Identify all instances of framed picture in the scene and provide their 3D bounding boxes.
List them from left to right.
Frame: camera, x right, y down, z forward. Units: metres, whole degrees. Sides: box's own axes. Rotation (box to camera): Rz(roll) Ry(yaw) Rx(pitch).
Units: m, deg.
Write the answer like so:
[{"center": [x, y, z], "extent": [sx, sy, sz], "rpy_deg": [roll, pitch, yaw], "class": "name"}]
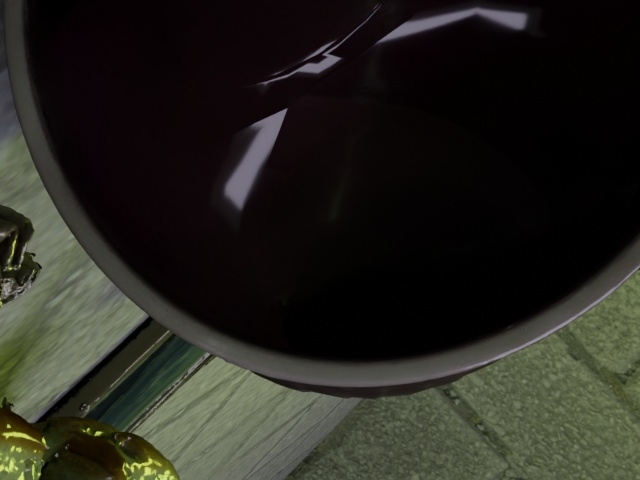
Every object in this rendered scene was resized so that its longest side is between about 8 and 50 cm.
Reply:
[{"center": [-0.149, 0.118, 1.209], "extent": [0.335, 0.022, 0.247], "rpy_deg": [-43, 171, 0], "class": "framed picture"}]

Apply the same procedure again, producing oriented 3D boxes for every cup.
[{"center": [0.015, -0.083, 0.539], "extent": [0.208, 0.288, 0.273], "rpy_deg": [-6, 170, 0], "class": "cup"}]

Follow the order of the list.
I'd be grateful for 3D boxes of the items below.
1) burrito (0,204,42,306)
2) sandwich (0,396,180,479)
[{"center": [-0.186, 0.038, 0.601], "extent": [0.188, 0.045, 0.058], "rpy_deg": [-33, 160, -38], "class": "burrito"}, {"center": [-0.182, 0.209, 0.811], "extent": [0.273, 0.095, 0.249], "rpy_deg": [28, 74, -64], "class": "sandwich"}]
